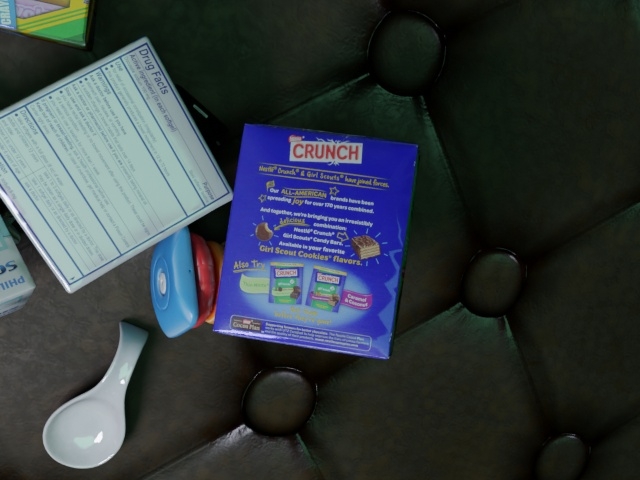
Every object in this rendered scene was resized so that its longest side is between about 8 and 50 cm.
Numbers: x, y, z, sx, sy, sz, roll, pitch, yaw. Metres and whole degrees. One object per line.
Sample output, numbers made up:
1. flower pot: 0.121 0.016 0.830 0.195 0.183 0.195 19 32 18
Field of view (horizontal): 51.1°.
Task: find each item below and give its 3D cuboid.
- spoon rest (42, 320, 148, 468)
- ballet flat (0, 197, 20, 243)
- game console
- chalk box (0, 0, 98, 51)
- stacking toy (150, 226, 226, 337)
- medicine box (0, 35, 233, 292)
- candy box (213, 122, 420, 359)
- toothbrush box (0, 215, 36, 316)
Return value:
1. spoon rest: -0.388 0.283 1.182 0.137 0.084 0.277 25 95 -20
2. ballet flat: -0.495 -0.044 1.079 0.221 0.077 0.079 -44 130 -2
3. game console: -0.239 -0.182 1.142 0.122 0.071 0.107 40 61 -22
4. chalk box: -0.461 -0.387 0.938 0.288 0.180 0.179 8 101 -16
5. stacking toy: -0.133 0.065 1.175 0.301 0.165 0.175 -2 76 -30
6. medicine box: -0.322 -0.117 1.000 0.289 0.149 0.264 -32 112 -12
7. candy box: 0.000 0.000 1.023 0.268 0.122 0.317 8 87 7
8. toothbrush box: -0.568 -0.007 0.926 0.216 0.126 0.296 -24 86 -35
